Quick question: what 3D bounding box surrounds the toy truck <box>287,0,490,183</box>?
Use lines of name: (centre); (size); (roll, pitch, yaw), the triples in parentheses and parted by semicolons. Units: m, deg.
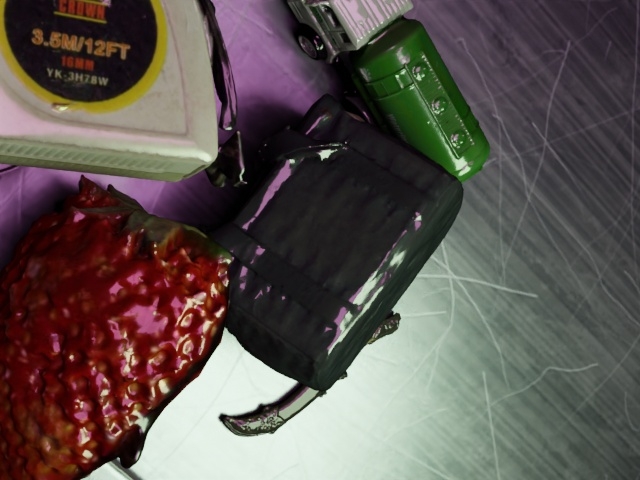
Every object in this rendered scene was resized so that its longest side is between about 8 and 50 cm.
toy truck: (0.073, -0.162, 1.412); (0.101, 0.125, 0.242); (-38, 110, -15)

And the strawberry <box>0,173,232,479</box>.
strawberry: (-0.222, 0.095, 1.241); (0.306, 0.233, 0.137); (-58, 143, -6)

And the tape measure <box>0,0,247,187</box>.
tape measure: (-0.196, -0.173, 1.265); (0.271, 0.133, 0.231); (7, 78, -22)

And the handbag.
handbag: (0.000, 0.000, 1.360); (0.181, 0.181, 0.254); (35, 81, 12)

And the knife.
knife: (0.000, 0.145, 1.478); (0.222, 0.021, 0.046); (-31, 106, -18)
